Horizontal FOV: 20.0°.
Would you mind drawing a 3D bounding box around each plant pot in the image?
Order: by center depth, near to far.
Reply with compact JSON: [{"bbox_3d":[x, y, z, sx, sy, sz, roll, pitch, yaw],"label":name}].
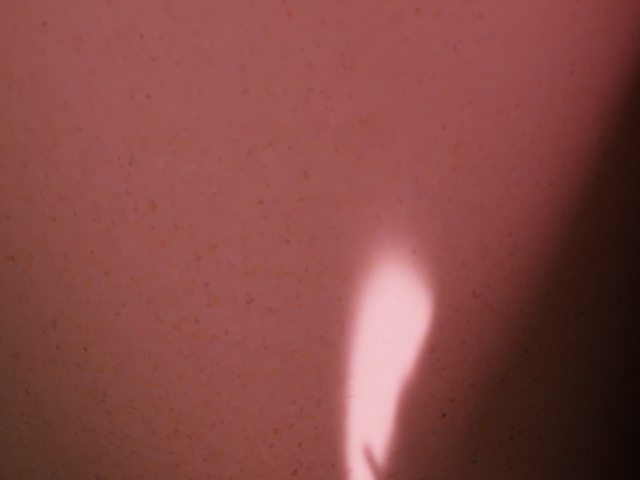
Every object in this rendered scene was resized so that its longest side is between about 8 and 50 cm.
[{"bbox_3d":[0.000,0.000,0.467,0.256,0.256,0.274,-1,97,44],"label":"plant pot"}]
